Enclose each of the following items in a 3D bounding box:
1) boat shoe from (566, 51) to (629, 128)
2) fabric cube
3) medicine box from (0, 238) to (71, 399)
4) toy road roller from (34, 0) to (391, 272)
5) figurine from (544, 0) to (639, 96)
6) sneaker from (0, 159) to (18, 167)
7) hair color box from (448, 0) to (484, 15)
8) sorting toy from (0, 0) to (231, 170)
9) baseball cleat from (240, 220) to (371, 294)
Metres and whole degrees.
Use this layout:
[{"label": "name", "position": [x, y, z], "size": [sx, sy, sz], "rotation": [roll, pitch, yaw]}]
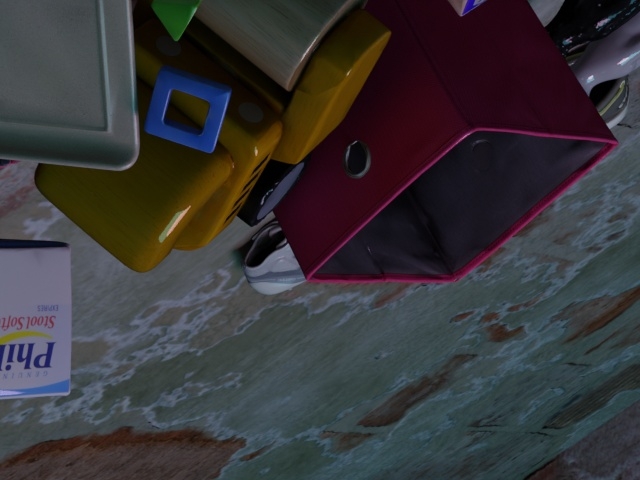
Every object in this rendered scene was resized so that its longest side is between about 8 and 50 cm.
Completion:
[{"label": "boat shoe", "position": [0.238, -0.134, 2.247], "size": [0.305, 0.109, 0.091], "rotation": [-30, 157, -9]}, {"label": "fabric cube", "position": [0.088, -0.132, 1.889], "size": [0.259, 0.258, 0.254], "rotation": [2, 145, -49]}, {"label": "medicine box", "position": [-0.418, 0.070, 1.730], "size": [0.289, 0.149, 0.263], "rotation": [1, -179, 43]}, {"label": "toy road roller", "position": [-0.112, -0.118, 1.666], "size": [0.240, 0.202, 0.329], "rotation": [-46, 172, -42]}, {"label": "figurine", "position": [0.297, -0.220, 2.099], "size": [0.209, 0.092, 0.215], "rotation": [-42, 156, 5]}, {"label": "sneaker", "position": [-0.381, -0.079, 1.681], "size": [0.299, 0.120, 0.112], "rotation": [-14, -176, -12]}, {"label": "hair color box", "position": [0.120, -0.324, 1.497], "size": [0.110, 0.185, 0.339], "rotation": [-34, 173, -6]}, {"label": "sorting toy", "position": [-0.242, -0.161, 1.570], "size": [0.348, 0.047, 0.196], "rotation": [6, 122, 7]}, {"label": "baseball cleat", "position": [0.000, 0.000, 2.311], "size": [0.206, 0.072, 0.109], "rotation": [-30, 151, -4]}]
